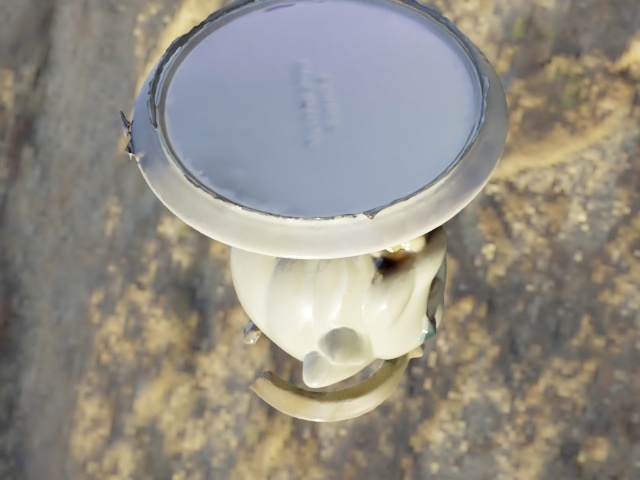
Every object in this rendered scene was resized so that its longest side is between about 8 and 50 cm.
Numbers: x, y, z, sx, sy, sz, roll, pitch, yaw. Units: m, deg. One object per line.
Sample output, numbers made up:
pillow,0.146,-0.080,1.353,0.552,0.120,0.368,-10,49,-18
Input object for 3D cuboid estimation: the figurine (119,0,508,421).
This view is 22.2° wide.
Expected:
figurine,0.000,0.000,0.604,0.153,0.132,0.132,86,177,-49
